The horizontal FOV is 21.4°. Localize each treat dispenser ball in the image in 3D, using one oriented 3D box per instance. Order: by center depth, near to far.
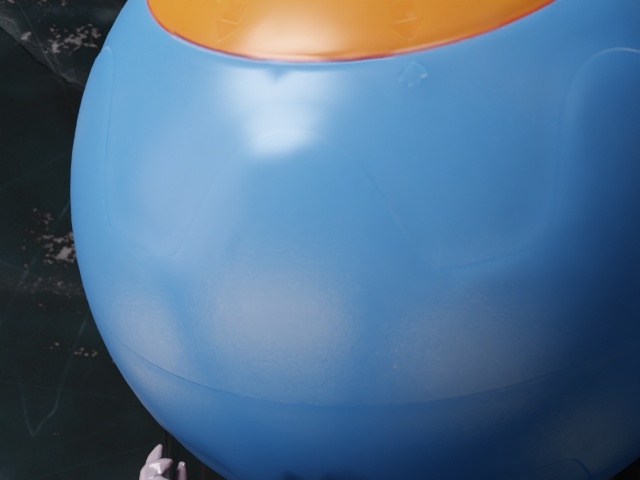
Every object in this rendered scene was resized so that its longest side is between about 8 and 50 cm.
[{"bbox_3d":[0.039,-0.021,0.715,0.288,0.288,0.288,180,90,-78],"label":"treat dispenser ball"}]

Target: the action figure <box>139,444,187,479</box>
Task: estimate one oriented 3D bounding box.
[{"bbox_3d":[0.045,0.207,1.085,0.276,0.248,0.370,61,164,4],"label":"action figure"}]
